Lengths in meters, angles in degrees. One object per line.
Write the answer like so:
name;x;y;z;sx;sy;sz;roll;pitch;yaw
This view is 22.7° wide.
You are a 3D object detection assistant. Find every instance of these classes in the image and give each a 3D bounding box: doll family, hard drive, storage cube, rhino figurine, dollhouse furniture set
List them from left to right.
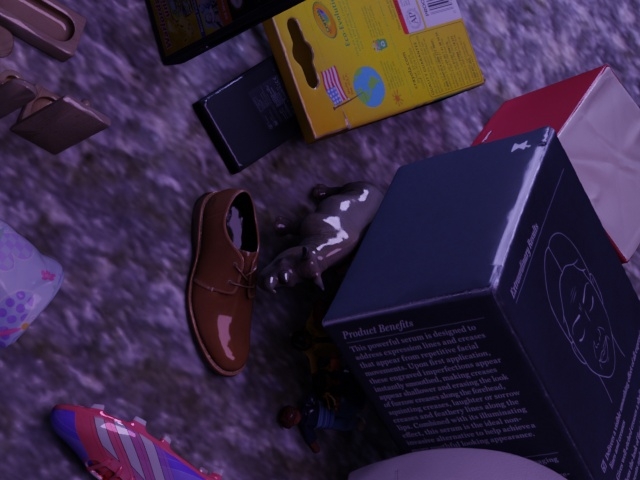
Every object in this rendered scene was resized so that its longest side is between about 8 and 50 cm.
dollhouse furniture set;-0.284;-0.200;1.655;0.144;0.123;0.151;29;64;-28
hard drive;-0.076;-0.149;1.860;0.135;0.022;0.094;-36;102;-36
rhino figurine;0.000;0.000;1.792;0.243;0.106;0.073;-45;124;-53
doll family;0.010;0.146;1.824;0.111;0.076;0.193;2;81;-41
storage cube;0.310;-0.081;2.021;0.183;0.193;0.215;50;57;-17

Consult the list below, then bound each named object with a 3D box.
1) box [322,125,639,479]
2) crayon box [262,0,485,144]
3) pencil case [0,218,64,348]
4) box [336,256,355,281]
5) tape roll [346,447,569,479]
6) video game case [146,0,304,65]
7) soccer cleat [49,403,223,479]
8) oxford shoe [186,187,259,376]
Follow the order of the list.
box;0.217;0.129;1.783;0.395;0.212;0.293;60;35;-26
crayon box;0.045;-0.241;1.915;0.318;0.081;0.202;-21;92;-44
pencil case;-0.380;-0.012;1.551;0.273;0.113;0.124;44;23;-20
box;0.116;0.004;1.938;0.207;0.036;0.114;-41;104;-26
tape roll;0.143;0.400;1.695;0.392;0.392;0.072;49;17;-17
video game case;-0.127;-0.356;1.728;0.035;0.248;0.275;-13;87;-39
soccer cleat;-0.183;0.251;1.657;0.248;0.083;0.095;35;66;-28
oxford shoe;-0.101;0.044;1.766;0.076;0.076;0.212;3;79;-37
